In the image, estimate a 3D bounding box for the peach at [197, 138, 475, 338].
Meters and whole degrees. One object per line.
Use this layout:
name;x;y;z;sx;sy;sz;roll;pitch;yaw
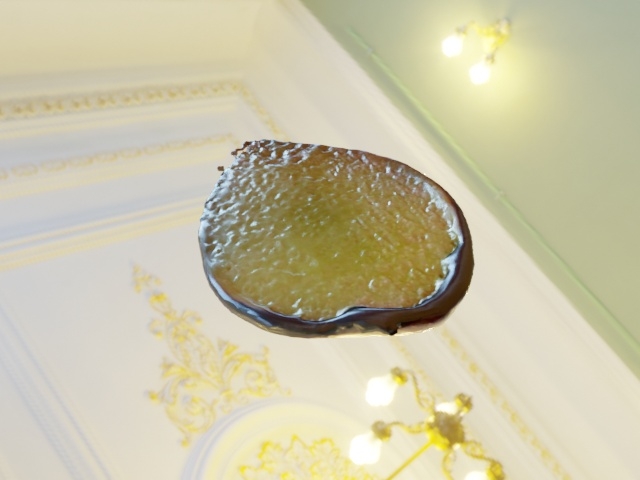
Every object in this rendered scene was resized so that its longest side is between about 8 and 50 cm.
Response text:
peach;0.001;0.004;0.650;0.189;0.068;0.279;-19;-143;-15
